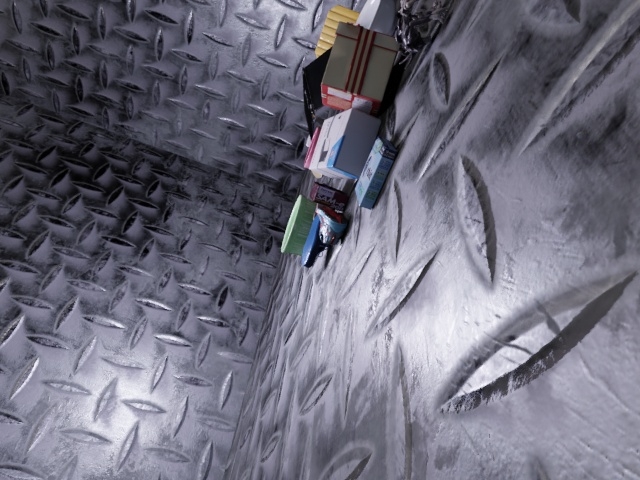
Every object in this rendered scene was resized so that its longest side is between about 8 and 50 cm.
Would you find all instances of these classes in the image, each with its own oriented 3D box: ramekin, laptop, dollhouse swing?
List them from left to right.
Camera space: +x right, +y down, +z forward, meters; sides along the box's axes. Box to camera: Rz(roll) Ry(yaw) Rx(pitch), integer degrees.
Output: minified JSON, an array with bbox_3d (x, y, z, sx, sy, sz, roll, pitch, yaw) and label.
[{"bbox_3d":[-0.079,-0.062,1.991,0.303,0.148,0.303,-162,90,-81],"label":"ramekin"},{"bbox_3d":[0.045,-0.732,2.026,0.407,0.237,0.381,89,173,-54],"label":"laptop"},{"bbox_3d":[0.153,-1.018,2.037,0.315,0.305,0.346,-93,25,-67],"label":"dollhouse swing"}]

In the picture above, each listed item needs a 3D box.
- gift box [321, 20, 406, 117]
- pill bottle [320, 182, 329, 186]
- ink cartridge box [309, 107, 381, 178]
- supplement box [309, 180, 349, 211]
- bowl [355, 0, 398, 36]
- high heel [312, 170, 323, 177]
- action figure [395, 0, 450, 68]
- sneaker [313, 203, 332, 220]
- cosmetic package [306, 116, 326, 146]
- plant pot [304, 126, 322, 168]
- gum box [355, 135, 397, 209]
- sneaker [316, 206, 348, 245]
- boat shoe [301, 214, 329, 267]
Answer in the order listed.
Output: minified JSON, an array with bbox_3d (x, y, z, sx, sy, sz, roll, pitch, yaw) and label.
[{"bbox_3d":[0.153,-0.613,1.427,0.276,0.255,0.258,-166,92,-87],"label":"gift box"},{"bbox_3d":[0.016,-0.253,2.066,0.120,0.067,0.067,-95,25,-68],"label":"pill bottle"},{"bbox_3d":[0.083,-0.364,1.552,0.307,0.129,0.223,-154,82,-71],"label":"ink cartridge box"},{"bbox_3d":[0.031,-0.184,1.649,0.239,0.130,0.073,-113,42,-78],"label":"supplement box"},{"bbox_3d":[0.255,-0.968,1.801,0.297,0.134,0.297,-55,23,39],"label":"bowl"},{"bbox_3d":[0.028,-0.509,2.561,0.186,0.093,0.261,-51,-10,-18],"label":"high heel"},{"bbox_3d":[0.275,-0.622,1.091,0.164,0.141,0.275,-94,-3,-48],"label":"action figure"},{"bbox_3d":[0.019,-0.125,1.831,0.118,0.083,0.221,79,-162,-69],"label":"sneaker"},{"bbox_3d":[0.032,-0.585,2.259,0.151,0.184,0.151,-90,20,-64],"label":"cosmetic package"},{"bbox_3d":[0.036,-0.419,1.921,0.201,0.180,0.201,-162,90,-81],"label":"plant pot"},{"bbox_3d":[0.162,-0.205,1.199,0.157,0.041,0.184,-91,21,-65],"label":"gum box"},{"bbox_3d":[0.024,-0.052,1.518,0.262,0.104,0.125,-109,37,-76],"label":"sneaker"},{"bbox_3d":[0.000,0.000,1.629,0.109,0.089,0.258,-28,38,58],"label":"boat shoe"}]
